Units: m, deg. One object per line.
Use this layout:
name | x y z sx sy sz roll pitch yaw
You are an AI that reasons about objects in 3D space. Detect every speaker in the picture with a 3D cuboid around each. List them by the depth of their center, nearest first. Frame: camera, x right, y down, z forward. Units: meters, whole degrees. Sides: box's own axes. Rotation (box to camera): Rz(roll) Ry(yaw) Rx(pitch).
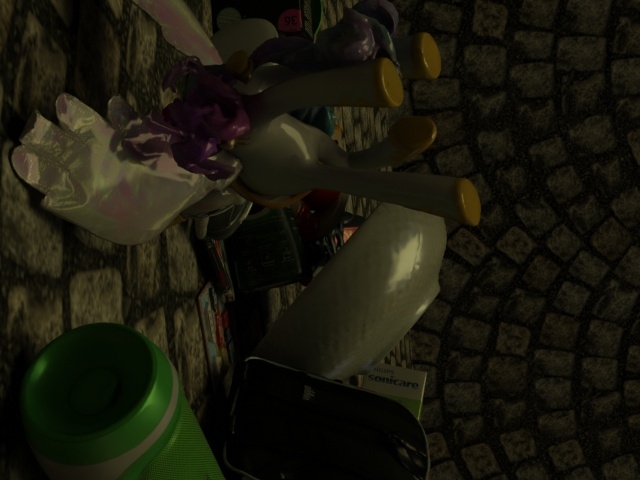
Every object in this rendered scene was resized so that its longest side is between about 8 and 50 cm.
speaker | -0.146 0.197 0.967 0.297 0.131 0.131 75 15 -48

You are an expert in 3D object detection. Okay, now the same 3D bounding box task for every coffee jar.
coffee jar | -0.076 -0.030 1.476 0.079 0.096 0.184 8 68 -82

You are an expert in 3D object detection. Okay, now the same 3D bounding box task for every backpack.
backpack | -0.001 0.276 1.401 0.225 0.253 0.191 -81 -176 -55

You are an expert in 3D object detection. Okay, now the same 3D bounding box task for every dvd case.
dvd case | -0.126 0.007 1.423 0.119 0.013 0.087 73 4 -47

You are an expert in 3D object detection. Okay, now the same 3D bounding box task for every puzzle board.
puzzle board | -0.127 0.110 1.432 0.096 0.011 0.128 -68 152 -68

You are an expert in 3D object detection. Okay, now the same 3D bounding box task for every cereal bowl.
cereal bowl | 0.060 0.081 1.588 0.339 0.141 0.339 -48 176 -4

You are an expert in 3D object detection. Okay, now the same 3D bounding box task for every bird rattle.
bird rattle | -0.019 -0.069 1.595 0.207 0.143 0.254 -20 100 -52

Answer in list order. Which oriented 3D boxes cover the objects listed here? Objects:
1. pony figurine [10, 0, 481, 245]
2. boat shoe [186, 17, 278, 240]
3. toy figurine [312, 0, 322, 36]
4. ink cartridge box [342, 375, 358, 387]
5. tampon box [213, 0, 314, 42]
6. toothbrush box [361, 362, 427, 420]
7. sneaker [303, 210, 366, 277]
pony figurine | -0.076 -0.108 1.046 0.351 0.363 0.303 48 44 -48
boat shoe | -0.103 -0.137 1.400 0.102 0.108 0.301 73 19 -52
toy figurine | -0.076 -0.341 1.714 0.173 0.130 0.159 62 -4 0
ink cartridge box | 0.039 0.288 2.177 0.122 0.052 0.089 -62 147 -69
tampon box | -0.078 -0.350 1.572 0.101 0.120 0.161 14 72 -80
toothbrush box | 0.115 0.395 2.159 0.206 0.122 0.283 86 17 -66
sneaker | 0.000 0.000 1.798 0.350 0.148 0.131 -2 88 -80
